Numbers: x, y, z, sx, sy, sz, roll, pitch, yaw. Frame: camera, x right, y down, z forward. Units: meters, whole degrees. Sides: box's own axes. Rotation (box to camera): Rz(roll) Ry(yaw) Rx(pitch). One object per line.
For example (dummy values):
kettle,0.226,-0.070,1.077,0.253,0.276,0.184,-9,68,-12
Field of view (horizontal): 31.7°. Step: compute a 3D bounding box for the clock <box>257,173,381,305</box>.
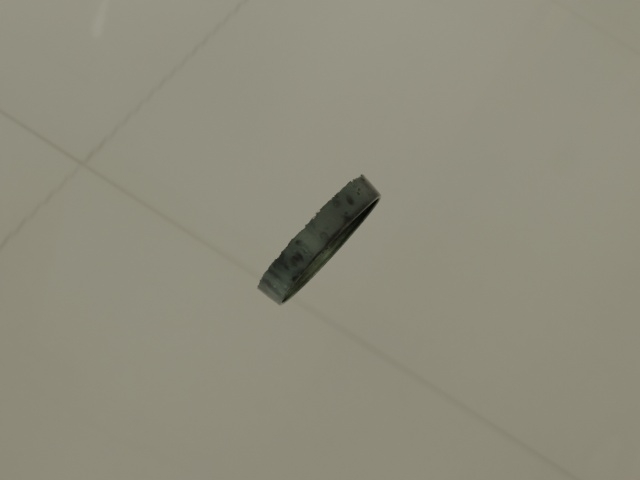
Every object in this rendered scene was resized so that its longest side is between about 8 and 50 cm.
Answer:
clock,0.000,0.000,0.600,0.085,0.017,0.085,-47,-5,-5
